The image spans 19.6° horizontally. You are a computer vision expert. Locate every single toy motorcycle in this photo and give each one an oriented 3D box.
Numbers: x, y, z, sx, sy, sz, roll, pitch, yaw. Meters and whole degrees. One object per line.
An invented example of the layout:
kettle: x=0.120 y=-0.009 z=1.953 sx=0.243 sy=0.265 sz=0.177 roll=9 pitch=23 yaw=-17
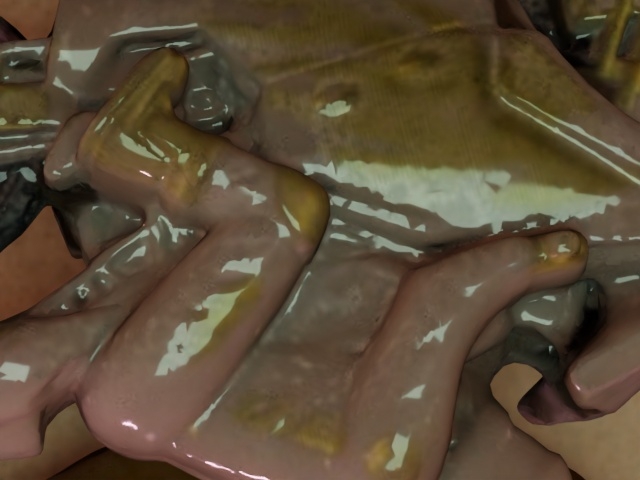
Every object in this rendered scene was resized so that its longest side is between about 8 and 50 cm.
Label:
toy motorcycle: x=0.000 y=0.000 z=0.571 sx=0.340 sy=0.108 sz=0.223 roll=-8 pitch=78 yaw=-8

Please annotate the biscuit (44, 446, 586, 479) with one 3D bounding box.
biscuit: x=-0.032 y=0.239 z=0.647 sx=0.394 sy=0.070 sz=0.350 roll=-39 pitch=103 yaw=0
